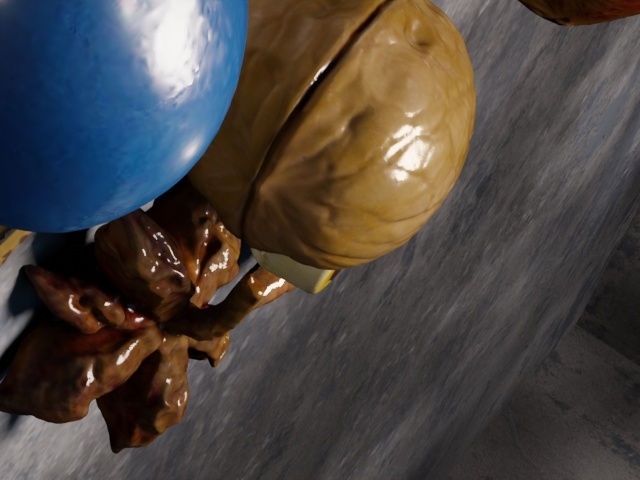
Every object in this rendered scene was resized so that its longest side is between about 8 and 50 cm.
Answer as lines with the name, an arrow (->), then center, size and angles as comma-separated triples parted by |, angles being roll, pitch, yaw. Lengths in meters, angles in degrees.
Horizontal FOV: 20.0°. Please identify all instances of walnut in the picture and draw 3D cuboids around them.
walnut -> 0.003, -0.072, 1.018 | 0.167, 0.167, 0.207 | -65, 175, 31

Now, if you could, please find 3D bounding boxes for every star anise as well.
star anise -> -0.103, 0.042, 1.080 | 0.196, 0.111, 0.212 | -51, 173, 8

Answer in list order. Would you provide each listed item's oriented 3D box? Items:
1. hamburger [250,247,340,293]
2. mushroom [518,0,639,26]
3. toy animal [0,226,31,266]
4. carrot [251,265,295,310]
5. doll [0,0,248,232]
hamburger -> 0.001, -0.028, 1.293 | 0.126, 0.081, 0.141 | -52, 177, -5
mushroom -> 0.202, -0.291, 1.172 | 0.267, 0.267, 0.254 | -50, 131, -22
toy animal -> -0.179, 0.039, 0.798 | 0.275, 0.054, 0.149 | -48, -165, -3
carrot -> 0.000, 0.000, 1.430 | 0.224, 0.057, 0.057 | -37, 157, -38
doll -> -0.090, -0.129, 0.678 | 0.215, 0.161, 0.257 | 81, 27, -51
